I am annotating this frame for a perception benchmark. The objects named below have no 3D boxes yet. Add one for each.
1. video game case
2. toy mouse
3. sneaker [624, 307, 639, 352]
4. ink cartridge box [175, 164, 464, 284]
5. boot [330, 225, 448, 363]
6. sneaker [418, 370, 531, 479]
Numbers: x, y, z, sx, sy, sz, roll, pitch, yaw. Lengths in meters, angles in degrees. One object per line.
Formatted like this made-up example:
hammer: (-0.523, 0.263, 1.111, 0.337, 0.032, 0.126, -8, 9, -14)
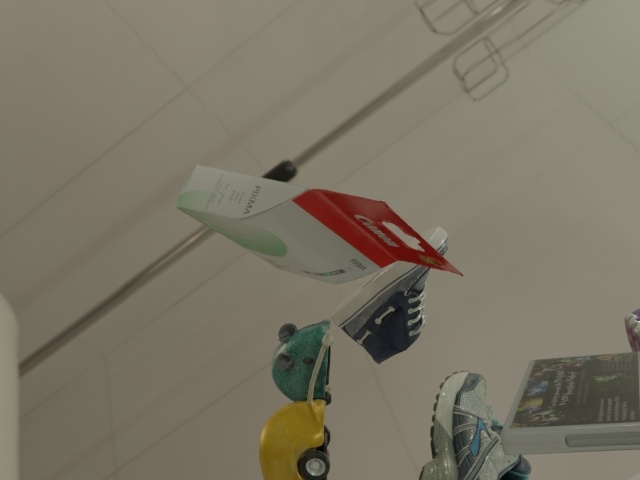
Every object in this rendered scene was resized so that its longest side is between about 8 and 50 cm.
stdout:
video game case: (0.242, 0.123, 0.657, 0.190, 0.173, 0.022, -24, 105, -68)
toy mouse: (-0.011, 0.097, 0.413, 0.143, 0.031, 0.161, -85, 176, -77)
sneaker: (0.447, 0.141, 0.935, 0.095, 0.104, 0.236, 58, -7, -35)
ink cartridge box: (0.000, 0.000, 0.799, 0.224, 0.056, 0.181, 16, -12, 37)
boot: (0.097, 0.063, 0.930, 0.086, 0.190, 0.069, 45, 42, -1)
sneaker: (0.196, 0.271, 1.014, 0.283, 0.122, 0.110, -66, 151, -53)
